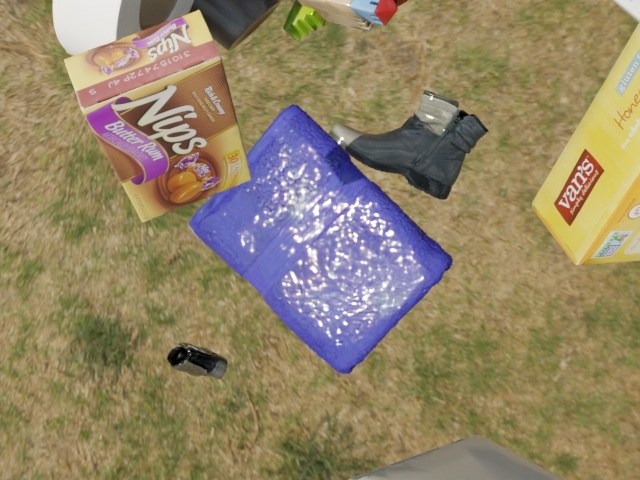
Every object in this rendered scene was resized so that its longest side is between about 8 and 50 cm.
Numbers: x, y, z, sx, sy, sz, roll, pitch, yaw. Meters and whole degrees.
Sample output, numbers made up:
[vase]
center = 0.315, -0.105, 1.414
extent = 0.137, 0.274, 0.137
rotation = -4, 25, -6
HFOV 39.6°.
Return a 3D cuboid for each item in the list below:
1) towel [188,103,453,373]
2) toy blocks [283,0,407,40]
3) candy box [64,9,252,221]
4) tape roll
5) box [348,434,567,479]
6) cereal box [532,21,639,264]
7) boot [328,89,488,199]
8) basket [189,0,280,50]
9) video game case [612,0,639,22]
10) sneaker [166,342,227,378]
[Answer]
[towel]
center = 0.000, 0.000, 1.197
extent = 0.308, 0.076, 0.228
rotation = 45, 104, 8
[toy blocks]
center = 0.113, -0.499, 1.487
extent = 0.190, 0.260, 0.382
rotation = 30, 84, -60
[candy box]
center = -0.123, -0.093, 0.722
extent = 0.109, 0.187, 0.053
rotation = -22, 67, -7
[tape roll]
center = -0.264, -0.381, 1.272
extent = 0.100, 0.286, 0.286
rotation = 24, 94, 6
[box]
center = 0.083, 0.290, 0.515
extent = 0.121, 0.148, 0.311
rotation = -6, 111, -42
[cereal box]
center = 0.234, -0.068, 0.403
extent = 0.240, 0.047, 0.173
rotation = -3, 135, -27
[boot]
center = 0.149, -0.188, 1.520
extent = 0.246, 0.083, 0.161
rotation = 24, 105, -8
[basket]
center = -0.192, -0.456, 1.547
extent = 0.204, 0.154, 0.227
rotation = -43, 97, -10
[video game case]
center = 0.539, -0.458, 1.284
extent = 0.300, 0.036, 0.329
rotation = -48, 65, 16
[sneaker]
center = -0.211, 0.191, 1.444
extent = 0.089, 0.170, 0.051
rotation = 23, 77, -28
